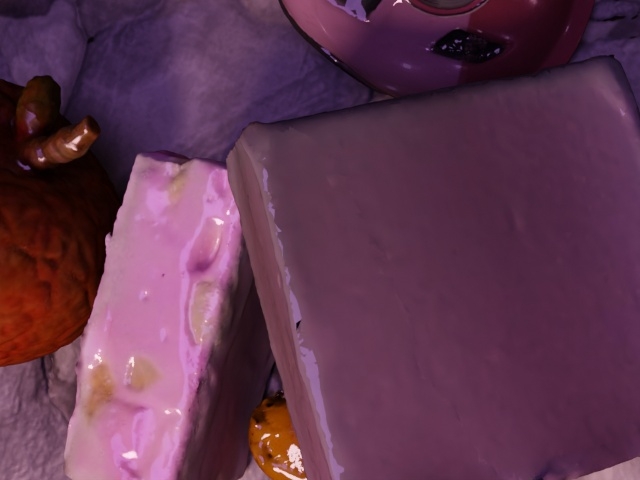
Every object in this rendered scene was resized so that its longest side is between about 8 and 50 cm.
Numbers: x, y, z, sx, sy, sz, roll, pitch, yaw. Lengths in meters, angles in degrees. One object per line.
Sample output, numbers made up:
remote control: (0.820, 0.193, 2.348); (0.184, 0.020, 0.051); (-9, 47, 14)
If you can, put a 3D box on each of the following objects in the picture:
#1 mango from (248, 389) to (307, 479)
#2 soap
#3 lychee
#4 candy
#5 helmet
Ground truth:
mango: (-0.002, 0.175, 0.833); (0.127, 0.063, 0.077); (44, 94, 10)
soap: (0.108, 0.033, 0.718); (0.296, 0.107, 0.285); (-12, 84, -16)
lychee: (-0.277, -0.017, 0.836); (0.255, 0.255, 0.300); (48, 131, 14)
candy: (-0.104, 0.066, 0.822); (0.115, 0.155, 0.265); (15, 89, 16)
helmet: (0.075, -0.215, 0.798); (0.253, 0.154, 0.198); (27, 93, 21)
